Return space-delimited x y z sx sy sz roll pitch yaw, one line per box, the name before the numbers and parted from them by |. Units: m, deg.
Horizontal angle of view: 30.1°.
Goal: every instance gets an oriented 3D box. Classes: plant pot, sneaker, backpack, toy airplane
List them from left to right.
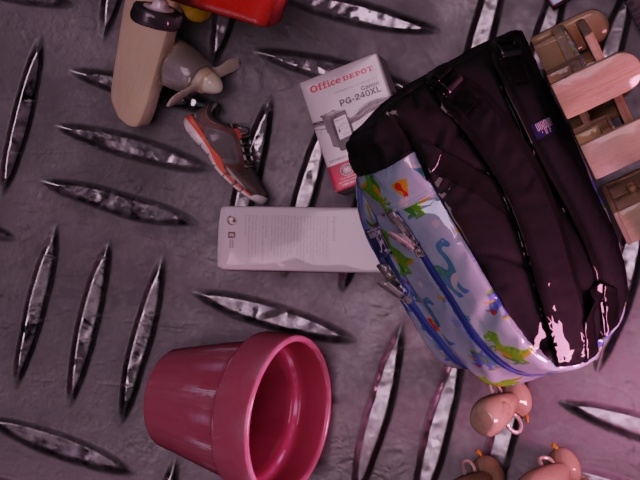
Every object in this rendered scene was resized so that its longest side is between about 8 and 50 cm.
toy airplane | -0.166 -0.373 1.480 0.386 0.272 0.384 -28 68 49
plant pot | -0.111 0.207 1.476 0.180 0.201 0.201 5 91 30
sneaker | -0.111 -0.117 1.540 0.065 0.061 0.158 -40 81 4
backpack | 0.197 -0.011 1.338 0.355 0.290 0.273 51 138 3

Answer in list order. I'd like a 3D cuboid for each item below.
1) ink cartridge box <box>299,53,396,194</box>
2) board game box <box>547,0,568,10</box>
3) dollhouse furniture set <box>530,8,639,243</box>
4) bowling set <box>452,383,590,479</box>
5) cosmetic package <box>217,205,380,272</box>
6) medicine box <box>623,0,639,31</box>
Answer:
ink cartridge box | 0.050 -0.146 1.494 0.109 0.063 0.150 -20 85 13
board game box | 0.275 -0.440 1.460 0.145 0.027 0.281 -31 82 13
dollhouse furniture set | 0.367 -0.146 1.345 0.161 0.212 0.242 -25 109 14
bowling set | 0.221 0.317 1.423 0.200 0.154 0.287 -31 83 31
cosmetic package | 0.000 0.000 1.479 0.231 0.117 0.085 2 90 16
medicine box | 0.393 -0.352 1.281 0.149 0.263 0.289 -28 92 6
